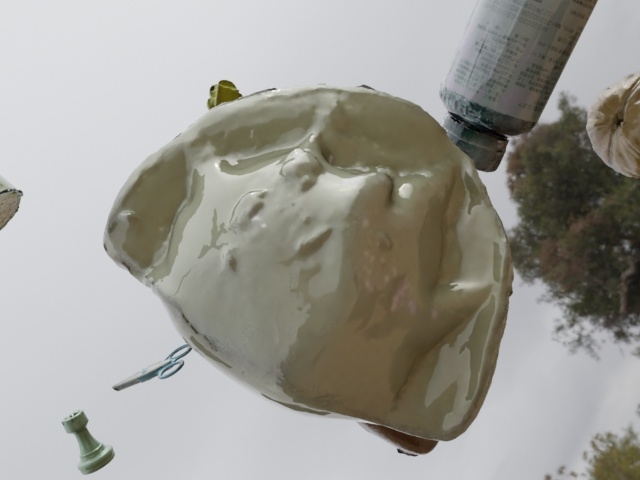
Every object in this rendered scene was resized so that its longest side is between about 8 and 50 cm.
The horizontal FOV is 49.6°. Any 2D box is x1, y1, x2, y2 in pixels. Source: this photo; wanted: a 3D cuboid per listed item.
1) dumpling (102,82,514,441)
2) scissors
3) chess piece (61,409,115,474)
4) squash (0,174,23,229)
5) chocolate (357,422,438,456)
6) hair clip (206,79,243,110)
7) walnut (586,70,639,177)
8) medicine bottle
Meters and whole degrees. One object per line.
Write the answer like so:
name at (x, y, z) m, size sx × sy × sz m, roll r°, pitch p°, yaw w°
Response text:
dumpling at (0.000, 0.000, 0.669) m, size 0.316 × 0.395 × 0.233 m, roll -65°, pitch -11°, yaw -9°
scissors at (-0.202, 0.157, 0.822) m, size 0.014 × 0.119 × 0.058 m, roll 55°, pitch -155°, yaw -20°
chess piece at (-0.414, 0.353, 1.221) m, size 0.067 × 0.067 × 0.103 m, roll -35°, pitch -78°, yaw -45°
squash at (-0.483, -0.088, 0.887) m, size 0.095 × 0.188 × 0.095 m, roll -49°, pitch -5°, yaw -6°
chocolate at (0.143, 0.145, 0.895) m, size 0.161 × 0.083 × 0.261 m, roll 33°, pitch -103°, yaw -16°
hair clip at (-0.184, -0.235, 1.326) m, size 0.072 × 0.046 × 0.173 m, roll 14°, pitch -123°, yaw -26°
walnut at (0.467, -0.162, 0.971) m, size 0.184 × 0.155 × 0.156 m, roll -2°, pitch -70°, yaw -40°
medicine bottle at (0.249, -0.240, 0.914) m, size 0.141 × 0.141 × 0.293 m, roll -14°, pitch -49°, yaw -55°
